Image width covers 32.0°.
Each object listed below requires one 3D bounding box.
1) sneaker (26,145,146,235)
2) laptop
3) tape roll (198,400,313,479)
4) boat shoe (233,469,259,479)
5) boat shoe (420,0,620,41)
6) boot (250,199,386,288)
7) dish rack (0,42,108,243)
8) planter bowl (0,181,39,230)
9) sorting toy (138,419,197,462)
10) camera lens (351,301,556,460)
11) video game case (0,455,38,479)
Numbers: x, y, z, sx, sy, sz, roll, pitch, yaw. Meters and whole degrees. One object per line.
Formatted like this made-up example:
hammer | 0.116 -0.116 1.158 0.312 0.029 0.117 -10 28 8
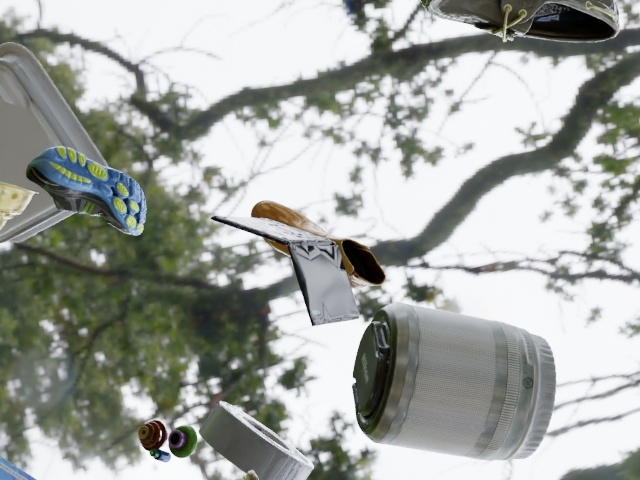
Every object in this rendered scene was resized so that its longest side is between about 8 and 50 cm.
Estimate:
sneaker | -0.303 -0.064 1.463 0.078 0.188 0.067 -12 -122 40
laptop | -0.063 0.053 2.158 0.264 0.234 0.136 19 -84 23
tape roll | -0.121 0.391 2.092 0.072 0.219 0.219 -56 -141 -5
boat shoe | -0.077 0.369 1.436 0.153 0.048 0.056 69 -10 -23
boat shoe | 0.273 -0.321 1.508 0.109 0.305 0.091 129 -46 -58
boot | 0.000 0.001 2.410 0.295 0.104 0.211 37 -17 -15
dish rack | -0.517 -0.137 1.799 0.333 0.072 0.285 -22 -75 38
planter bowl | -0.466 -0.038 1.384 0.217 0.217 0.090 5 -95 57
sorting toy | -0.238 0.301 1.678 0.102 0.042 0.061 1 -109 30
camera lens | 0.199 0.221 1.730 0.219 0.274 0.219 -169 -90 -79
video game case | -0.617 0.467 1.882 0.061 0.244 0.269 14 -25 46
